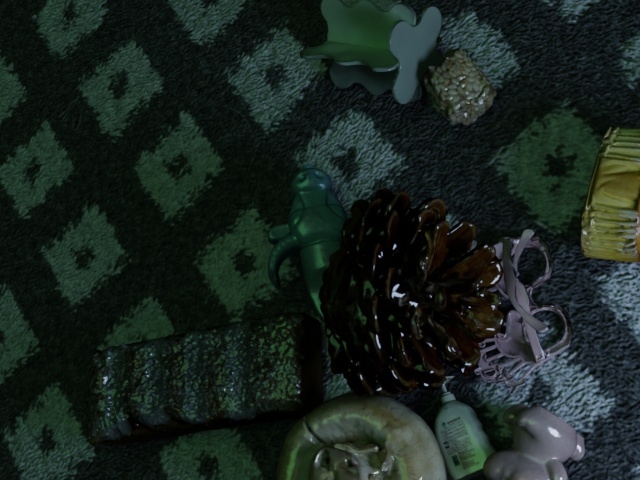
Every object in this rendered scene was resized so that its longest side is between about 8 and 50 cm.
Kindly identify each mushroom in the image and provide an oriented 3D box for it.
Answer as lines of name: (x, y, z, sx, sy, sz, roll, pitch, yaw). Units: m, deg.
mushroom: (0.054, 0.309, 1.440, 0.254, 0.195, 0.188, -3, 69, 24)

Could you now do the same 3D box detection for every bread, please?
bread: (-0.193, 0.232, 1.642, 0.417, 0.113, 0.165, -13, 70, 23)
bread: (0.433, -0.063, 1.396, 0.114, 0.132, 0.190, 8, 80, 28)

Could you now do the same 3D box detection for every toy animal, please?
toy animal: (0.272, 0.332, 1.363, 0.124, 0.124, 0.212, 20, 80, 31)

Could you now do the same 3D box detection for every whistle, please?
whistle: (0.000, 0.000, 1.628, 0.186, 0.093, 0.273, -10, 70, -4)

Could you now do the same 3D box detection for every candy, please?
candy: (0.218, -0.243, 1.595, 0.095, 0.085, 0.110, -40, 70, 4)

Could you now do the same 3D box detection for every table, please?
table: (0.082, -0.318, 1.655, 0.198, 0.166, 0.166, 18, 83, 39)

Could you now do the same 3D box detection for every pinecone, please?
pinecone: (0.126, 0.075, 1.403, 0.296, 0.242, 0.298, 0, 91, 61)

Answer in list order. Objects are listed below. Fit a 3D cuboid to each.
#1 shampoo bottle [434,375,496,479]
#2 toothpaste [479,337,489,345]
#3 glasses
shampoo bottle: (0.199, 0.270, 1.462, 0.077, 0.045, 0.151, -30, 64, 19)
toothpaste: (0.204, 0.107, 1.526, 0.037, 0.021, 0.140, -40, 62, 8)
glasses: (0.264, 0.094, 1.458, 0.162, 0.095, 0.255, -22, 62, 25)
